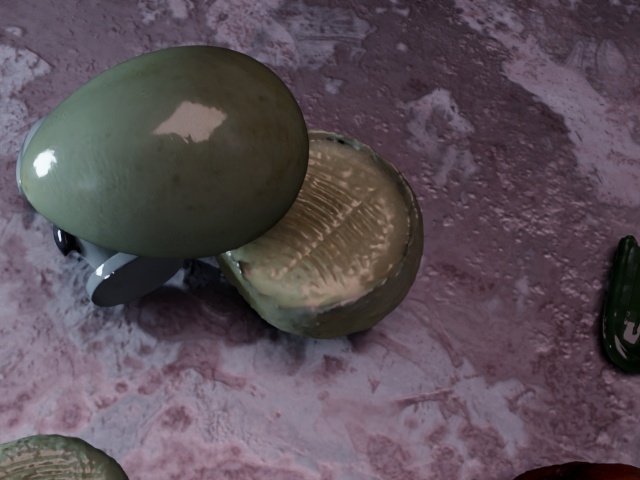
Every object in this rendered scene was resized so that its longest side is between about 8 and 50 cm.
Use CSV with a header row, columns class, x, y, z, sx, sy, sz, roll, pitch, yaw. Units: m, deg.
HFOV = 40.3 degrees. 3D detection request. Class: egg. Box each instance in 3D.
class,x,y,z,sx,sy,sz,roll,pitch,yaw
egg,-0.156,-0.086,0.900,0.296,0.218,0.218,-11,64,-17

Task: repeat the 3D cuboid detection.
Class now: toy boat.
class,x,y,z,sx,sy,sz,roll,pitch,yaw
toy boat,0.435,0.083,1.176,0.104,0.052,0.210,25,59,-1

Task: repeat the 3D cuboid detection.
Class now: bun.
class,x,y,z,sx,sy,sz,roll,pitch,yaw
bun,-0.277,0.289,0.850,0.196,0.118,0.195,9,54,-13
bun,0.000,0.000,1.060,0.260,0.152,0.259,0,63,-1

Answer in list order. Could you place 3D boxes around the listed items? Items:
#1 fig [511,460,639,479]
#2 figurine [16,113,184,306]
class,x,y,z,sx,sy,sz,roll,pitch,yaw
fig,0.277,0.334,0.897,0.263,0.224,0.224,41,52,-32
figurine,-0.257,-0.055,1.047,0.176,0.133,0.236,-22,70,-33
